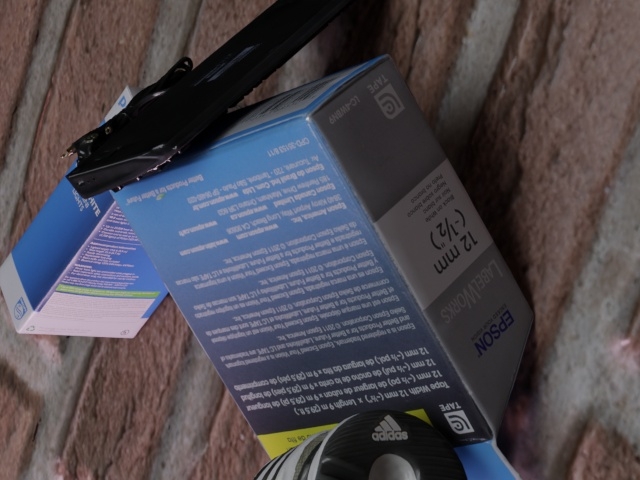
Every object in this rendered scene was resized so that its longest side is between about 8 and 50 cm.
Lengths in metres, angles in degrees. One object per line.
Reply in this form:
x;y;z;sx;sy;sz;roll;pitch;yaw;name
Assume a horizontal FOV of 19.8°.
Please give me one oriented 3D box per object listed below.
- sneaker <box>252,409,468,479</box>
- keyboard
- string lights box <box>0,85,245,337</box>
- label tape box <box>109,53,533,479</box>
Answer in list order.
0.019;0.365;1.374;0.257;0.169;0.448;151;119;-61;sneaker
-0.092;-0.124;1.487;0.201;0.317;0.033;-12;114;45;keyboard
-0.173;-0.019;1.666;0.260;0.133;0.077;-50;51;33;string lights box
0.024;0.054;1.423;0.249;0.115;0.348;-16;111;47;label tape box
